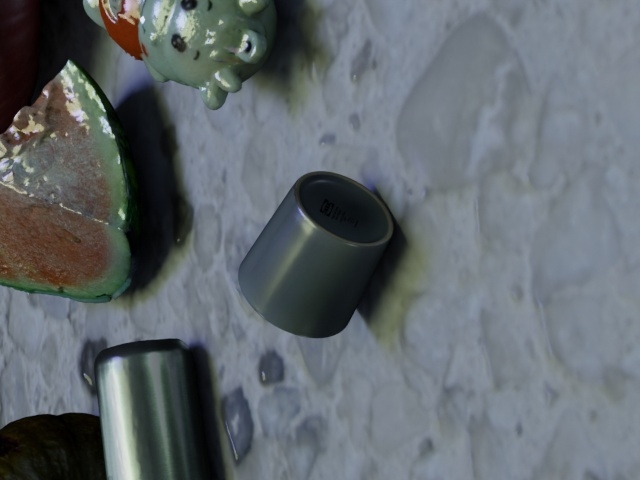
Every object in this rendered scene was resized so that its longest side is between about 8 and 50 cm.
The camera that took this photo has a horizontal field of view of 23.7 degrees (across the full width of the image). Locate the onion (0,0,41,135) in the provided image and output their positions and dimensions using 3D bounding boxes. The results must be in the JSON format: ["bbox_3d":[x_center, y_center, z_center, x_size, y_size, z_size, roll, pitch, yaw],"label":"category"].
[{"bbox_3d":[-0.377,-0.238,1.339,0.347,0.285,0.347,173,90,-69],"label":"onion"}]

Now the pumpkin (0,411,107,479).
[{"bbox_3d":[-0.207,0.283,1.248,0.222,0.139,0.317,-58,43,47],"label":"pumpkin"}]

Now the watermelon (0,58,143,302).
[{"bbox_3d":[-0.191,-0.020,1.242,0.146,0.128,0.231,43,149,13],"label":"watermelon"}]

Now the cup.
[{"bbox_3d":[0.000,0.000,0.953,0.100,0.078,0.077,-84,19,-53],"label":"cup"}]

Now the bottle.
[{"bbox_3d":[-0.117,0.203,1.150,0.096,0.079,0.253,53,-153,-78],"label":"bottle"}]

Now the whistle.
[{"bbox_3d":[-0.104,-0.172,1.075,0.102,0.106,0.253,-46,39,-4],"label":"whistle"}]
